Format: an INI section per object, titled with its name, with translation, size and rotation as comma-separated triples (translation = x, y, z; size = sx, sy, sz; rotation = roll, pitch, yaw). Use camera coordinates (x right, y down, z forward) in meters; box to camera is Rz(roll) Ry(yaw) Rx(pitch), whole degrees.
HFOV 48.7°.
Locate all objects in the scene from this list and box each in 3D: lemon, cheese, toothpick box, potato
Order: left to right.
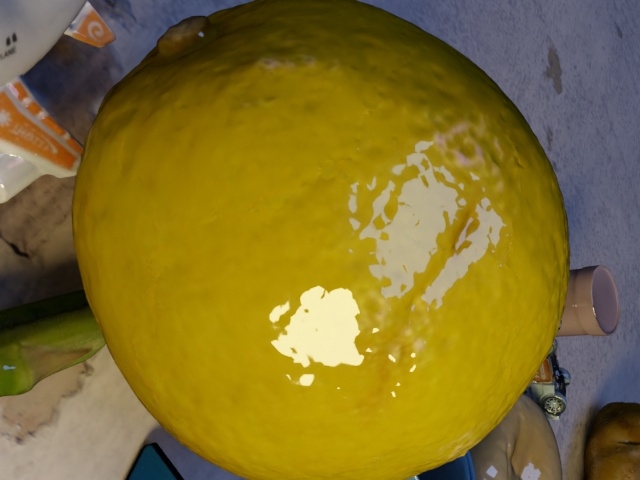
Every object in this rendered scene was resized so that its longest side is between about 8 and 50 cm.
[lemon]
translation = 0.000, 0.000, 0.498
size = 0.348, 0.348, 0.347
rotation = 12, 74, -46
[cheese]
translation = 0.201, 0.288, 0.848
size = 0.218, 0.117, 0.235
rotation = 7, 74, -45
[toothpick box]
translation = 0.332, 0.091, 1.003
size = 0.098, 0.149, 0.098
rotation = 12, 74, -46
[potato]
translation = 0.492, 0.429, 1.112
size = 0.195, 0.177, 0.369
rotation = 70, 39, -53

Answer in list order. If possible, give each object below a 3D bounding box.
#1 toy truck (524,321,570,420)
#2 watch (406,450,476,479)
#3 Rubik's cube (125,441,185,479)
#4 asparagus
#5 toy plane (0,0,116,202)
[toy truck]
translation = 0.261, 0.148, 0.936
size = 0.080, 0.115, 0.177
rotation = -42, 120, -60
[watch]
translation = 0.086, 0.233, 0.710
size = 0.211, 0.211, 0.193
rotation = 29, 40, -41
[Rubik's cube]
translation = -0.057, 0.273, 0.484
size = 0.284, 0.234, 0.250
rotation = 18, 69, -44
[asparagus]
translation = -0.253, 0.085, 0.439
size = 0.278, 0.060, 0.067
rotation = -12, 72, -48
[toy plane]
translation = -0.231, -0.146, 0.463
size = 0.245, 0.117, 0.244
rotation = 11, 75, -47
